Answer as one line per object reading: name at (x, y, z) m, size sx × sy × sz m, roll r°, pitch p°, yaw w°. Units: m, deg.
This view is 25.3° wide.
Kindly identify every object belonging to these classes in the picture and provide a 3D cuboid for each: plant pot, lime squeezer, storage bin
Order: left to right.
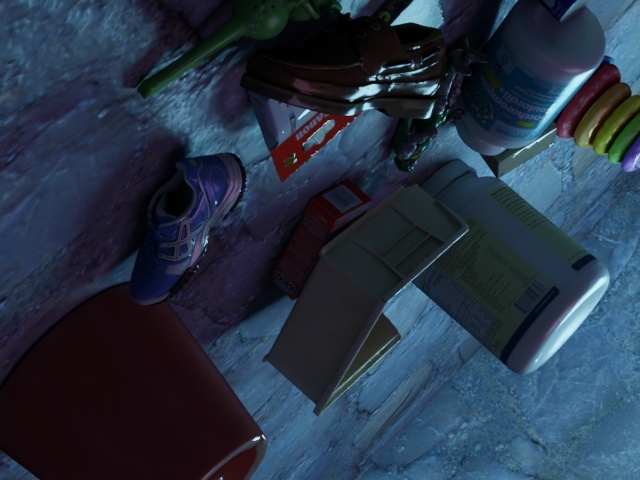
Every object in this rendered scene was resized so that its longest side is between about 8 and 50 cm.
plant pot at (-0.213, 0.224, 1.698) m, size 0.275 × 0.243 × 0.275 m, roll -43°, pitch 162°, yaw -18°
lime squeezer at (-0.046, -0.222, 1.444) m, size 0.310 × 0.059 × 0.110 m, roll -32°, pitch 157°, yaw -44°
storage bin at (0.069, 0.080, 2.105) m, size 0.260 × 0.123 × 0.262 m, roll -37°, pitch 161°, yaw -45°

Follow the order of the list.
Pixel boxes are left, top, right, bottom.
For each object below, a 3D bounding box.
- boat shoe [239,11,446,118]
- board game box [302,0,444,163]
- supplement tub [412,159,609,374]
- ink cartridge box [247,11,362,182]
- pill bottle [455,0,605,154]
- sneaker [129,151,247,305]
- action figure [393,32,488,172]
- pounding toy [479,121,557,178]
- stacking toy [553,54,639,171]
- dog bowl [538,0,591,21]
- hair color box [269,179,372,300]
boat shoe at (0.028, -0.195, 1.523) m, size 0.307 × 0.110 × 0.104 m, roll -8°, pitch 120°, yaw -56°
board game box at (0.053, -0.213, 1.754) m, size 0.260 × 0.030 × 0.136 m, roll -47°, pitch 161°, yaw -4°
supplement tub at (0.293, 0.040, 2.391) m, size 0.235 × 0.325 × 0.235 m, roll -43°, pitch 162°, yaw -17°
ink cartridge box at (-0.004, -0.155, 1.640) m, size 0.145 × 0.045 × 0.179 m, roll -42°, pitch 144°, yaw -17°
pill bottle at (0.290, -0.231, 2.063) m, size 0.146 × 0.146 × 0.264 m, roll -36°, pitch 168°, yaw -34°
sneaker at (-0.168, -0.016, 1.592) m, size 0.081 × 0.080 × 0.211 m, roll 4°, pitch 125°, yaw -47°
action figure at (0.161, -0.181, 2.046) m, size 0.137 × 0.063 × 0.232 m, roll -37°, pitch 163°, yaw -42°
pounding toy at (0.296, -0.192, 2.261) m, size 0.130 × 0.141 × 0.100 m, roll -31°, pitch 161°, yaw -5°
stacking toy at (0.559, -0.191, 2.574) m, size 0.166 × 0.302 × 0.175 m, roll -54°, pitch 163°, yaw 18°
dog bowl at (0.380, -0.413, 1.879) m, size 0.265 × 0.104 × 0.265 m, roll -41°, pitch 175°, yaw -4°
hair color box at (0.000, 0.000, 2.052) m, size 0.093 × 0.053 × 0.167 m, roll -30°, pitch 157°, yaw -48°
